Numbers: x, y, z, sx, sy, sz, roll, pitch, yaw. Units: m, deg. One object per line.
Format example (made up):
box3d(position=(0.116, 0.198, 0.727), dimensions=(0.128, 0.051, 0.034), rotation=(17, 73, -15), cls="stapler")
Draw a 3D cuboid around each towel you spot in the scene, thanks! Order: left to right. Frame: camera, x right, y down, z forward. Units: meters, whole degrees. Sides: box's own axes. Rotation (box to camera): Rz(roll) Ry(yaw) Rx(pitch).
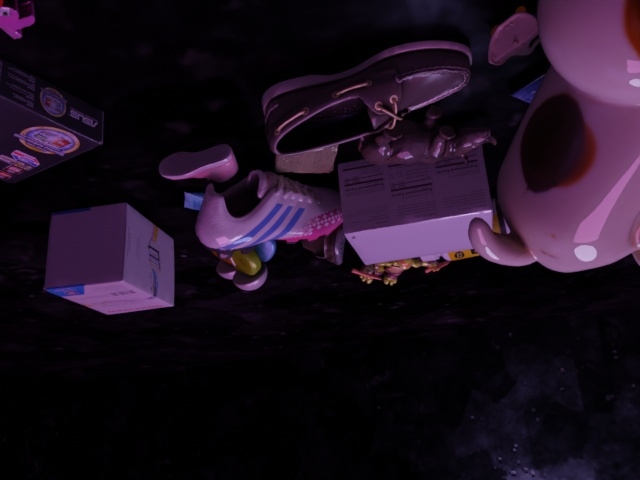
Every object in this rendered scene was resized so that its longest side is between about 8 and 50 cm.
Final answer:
box3d(position=(-0.025, -0.153, 1.093), dimensions=(0.110, 0.027, 0.148), rotation=(-2, 161, -5), cls="towel")

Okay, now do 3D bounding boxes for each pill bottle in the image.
box3d(position=(0.319, -0.020, 1.402), dimensions=(0.209, 0.119, 0.119), rotation=(-12, 159, 21), cls="pill bottle")

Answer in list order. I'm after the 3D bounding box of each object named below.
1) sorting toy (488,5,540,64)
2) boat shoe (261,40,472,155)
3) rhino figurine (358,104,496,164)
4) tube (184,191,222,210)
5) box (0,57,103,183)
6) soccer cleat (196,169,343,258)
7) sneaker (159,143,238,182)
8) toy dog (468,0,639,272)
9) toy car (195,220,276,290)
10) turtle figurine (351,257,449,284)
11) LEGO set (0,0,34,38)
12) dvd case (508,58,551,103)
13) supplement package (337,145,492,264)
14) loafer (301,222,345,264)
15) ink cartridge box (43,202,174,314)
box3d(position=(0.270, -0.265, 0.829), dimensions=(0.075, 0.044, 0.083), rotation=(1, 160, -36), cls="sorting toy")
box3d(position=(0.066, -0.192, 0.891), dimensions=(0.305, 0.091, 0.109), rotation=(-13, 152, 13), cls="boat shoe")
box3d(position=(0.175, -0.165, 1.037), dimensions=(0.243, 0.073, 0.106), rotation=(-1, 156, -14), cls="rhino figurine")
box3d(position=(-0.167, -0.069, 1.272), dimensions=(0.207, 0.052, 0.080), rotation=(5, 156, -10), cls="tube")
box3d(position=(-0.480, -0.175, 0.884), dimensions=(0.216, 0.060, 0.270), rotation=(-15, 158, 28), cls="box")
box3d(position=(-0.069, -0.067, 1.161), dimensions=(0.331, 0.116, 0.143), rotation=(-17, 131, -36), cls="soccer cleat")
box3d(position=(-0.206, -0.122, 1.102), dimensions=(0.134, 0.051, 0.070), rotation=(-12, 154, 9), cls="sneaker")
box3d(position=(0.338, -0.174, 0.733), dimensions=(0.395, 0.284, 0.408), rotation=(-16, 137, -3), cls="toy dog")
box3d(position=(-0.162, 0.004, 1.334), dimensions=(0.136, 0.159, 0.182), rotation=(-37, -147, -22), cls="toy car")
box3d(position=(0.178, 0.064, 1.654), dimensions=(0.270, 0.087, 0.217), rotation=(-7, 170, -19), cls="turtle figurine")
box3d(position=(-0.236, -0.275, 0.631), dimensions=(0.227, 0.087, 0.093), rotation=(-15, 162, 9), cls="LEGO set")
box3d(position=(0.436, -0.238, 0.962), dimensions=(0.253, 0.022, 0.180), rotation=(10, 155, -34), cls="dvd case")
box3d(position=(0.186, -0.064, 1.211), dimensions=(0.262, 0.145, 0.204), rotation=(-8, 160, 13), cls="supplement package")
box3d(position=(0.000, 0.000, 1.363), dimensions=(0.087, 0.094, 0.251), rotation=(9, 177, -7), cls="loafer")
box3d(position=(-0.435, 0.046, 1.349), dimensions=(0.171, 0.168, 0.232), rotation=(-7, 160, 10), cls="ink cartridge box")
